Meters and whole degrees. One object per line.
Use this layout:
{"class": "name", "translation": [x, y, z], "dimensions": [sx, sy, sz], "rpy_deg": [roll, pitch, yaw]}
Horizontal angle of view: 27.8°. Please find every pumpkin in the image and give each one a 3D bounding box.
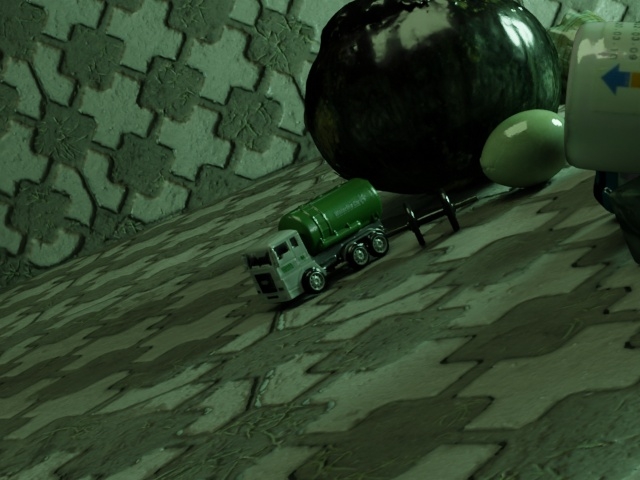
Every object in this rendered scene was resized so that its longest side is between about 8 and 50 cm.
{"class": "pumpkin", "translation": [0.190, -0.249, 2.215], "dimensions": [0.454, 0.344, 0.454], "rpy_deg": [-5, -5, 0]}

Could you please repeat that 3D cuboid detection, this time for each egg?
{"class": "egg", "translation": [0.318, -0.140, 1.992], "dimensions": [0.152, 0.114, 0.114], "rpy_deg": [-24, 9, -8]}

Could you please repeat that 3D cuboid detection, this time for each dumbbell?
{"class": "dumbbell", "translation": [0.165, -0.035, 1.923], "dimensions": [0.147, 0.069, 0.069], "rpy_deg": [-23, 9, 4]}

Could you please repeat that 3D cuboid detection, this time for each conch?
{"class": "conch", "translation": [0.503, -0.291, 2.305], "dimensions": [0.203, 0.169, 0.386], "rpy_deg": [3, 35, -31]}

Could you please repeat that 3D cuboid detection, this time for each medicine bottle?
{"class": "medicine bottle", "translation": [0.421, -0.151, 1.421], "dimensions": [0.293, 0.170, 0.170], "rpy_deg": [5, 19, 17]}

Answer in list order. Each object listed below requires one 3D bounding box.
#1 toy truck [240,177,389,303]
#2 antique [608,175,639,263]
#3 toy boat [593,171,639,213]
{"class": "toy truck", "translation": [0.000, 0.000, 1.964], "dimensions": [0.242, 0.125, 0.101], "rpy_deg": [-31, 13, -33]}
{"class": "antique", "translation": [0.380, -0.025, 1.295], "dimensions": [0.086, 0.088, 0.183], "rpy_deg": [-27, 10, -14]}
{"class": "toy boat", "translation": [0.477, -0.120, 1.581], "dimensions": [0.299, 0.134, 0.092], "rpy_deg": [-27, 41, -15]}
